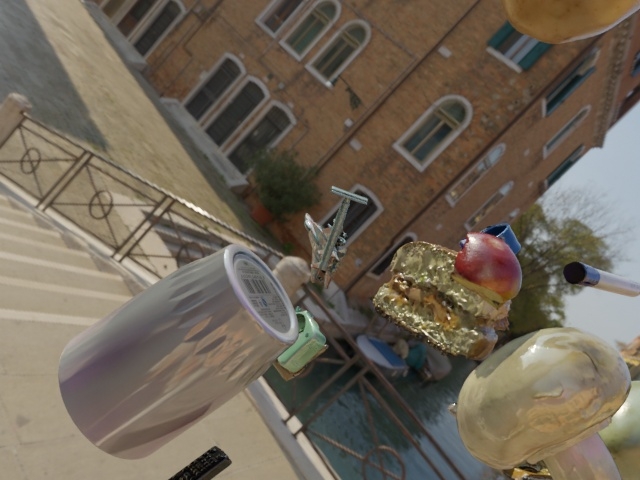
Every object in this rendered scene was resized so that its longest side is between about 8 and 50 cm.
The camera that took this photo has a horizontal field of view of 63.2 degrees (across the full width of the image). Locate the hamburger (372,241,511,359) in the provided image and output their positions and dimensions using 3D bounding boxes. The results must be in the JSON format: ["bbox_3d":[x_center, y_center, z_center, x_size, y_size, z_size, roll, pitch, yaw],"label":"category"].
[{"bbox_3d":[0.382,0.172,1.493,0.286,0.268,0.445,21,1,-31],"label":"hamburger"}]

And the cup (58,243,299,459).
[{"bbox_3d":[-0.241,0.189,0.912,0.253,0.371,0.253,52,14,-18],"label":"cup"}]

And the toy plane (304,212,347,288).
[{"bbox_3d":[0.007,0.002,1.675,0.104,0.223,0.326,16,28,-21],"label":"toy plane"}]

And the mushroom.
[{"bbox_3d":[0.398,0.319,0.944,0.315,0.315,0.356,-103,-173,-73],"label":"mushroom"}]

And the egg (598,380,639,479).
[{"bbox_3d":[0.704,0.425,1.139,0.295,0.218,0.218,-1,40,-40],"label":"egg"}]

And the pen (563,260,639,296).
[{"bbox_3d":[0.441,0.063,0.800,0.269,0.033,0.033,11,31,-43],"label":"pen"}]

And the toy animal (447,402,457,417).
[{"bbox_3d":[0.496,0.376,1.227,0.344,0.303,0.194,47,-19,-27],"label":"toy animal"}]

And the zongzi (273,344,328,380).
[{"bbox_3d":[-0.095,0.353,1.766,0.197,0.099,0.194,-31,66,-37],"label":"zongzi"}]

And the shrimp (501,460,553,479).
[{"bbox_3d":[0.454,0.480,1.104,0.150,0.068,0.248,5,-3,9],"label":"shrimp"}]

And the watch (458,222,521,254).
[{"bbox_3d":[0.626,0.029,1.917,0.171,0.200,0.196,54,22,-16],"label":"watch"}]

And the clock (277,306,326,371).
[{"bbox_3d":[-0.071,0.295,1.635,0.066,0.159,0.211,40,14,-29],"label":"clock"}]

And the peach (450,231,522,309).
[{"bbox_3d":[0.320,0.053,0.990,0.151,0.118,0.151,32,3,-2],"label":"peach"}]

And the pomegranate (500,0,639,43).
[{"bbox_3d":[0.602,-0.672,1.220,0.411,0.411,0.411,43,9,-9],"label":"pomegranate"}]

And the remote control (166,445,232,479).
[{"bbox_3d":[-0.262,0.431,0.868,0.063,0.245,0.025,8,-58,55],"label":"remote control"}]

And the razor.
[{"bbox_3d":[0.045,-0.026,1.458,0.106,0.232,0.068,18,4,-6],"label":"razor"}]
